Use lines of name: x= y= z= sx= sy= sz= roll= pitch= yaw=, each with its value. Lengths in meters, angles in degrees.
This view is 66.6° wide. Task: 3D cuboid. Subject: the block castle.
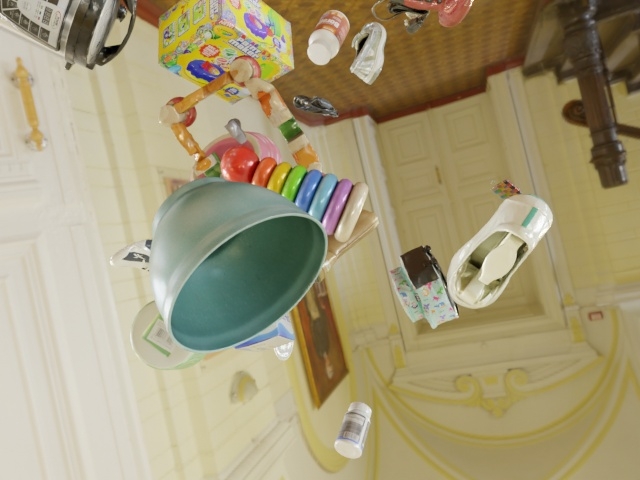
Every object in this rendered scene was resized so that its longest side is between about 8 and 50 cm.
block castle: x=-0.190 y=-0.242 z=1.327 sx=0.303 sy=0.453 sz=0.213 roll=-31 pitch=-163 yaw=6

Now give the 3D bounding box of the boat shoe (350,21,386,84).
boat shoe: x=0.159 y=-0.679 z=1.719 sx=0.103 sy=0.320 sz=0.118 roll=20 pitch=143 yaw=-18

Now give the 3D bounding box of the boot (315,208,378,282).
boot: x=0.000 y=0.000 z=1.393 sx=0.236 sy=0.089 sz=0.269 roll=18 pitch=-132 yaw=34

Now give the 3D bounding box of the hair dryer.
hair dryer: x=0.317 y=-0.655 z=1.376 sx=0.293 sy=0.080 sz=0.224 roll=-7 pitch=180 yaw=42

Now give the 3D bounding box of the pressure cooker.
pressure cooker: x=-0.802 y=-0.767 z=1.530 sx=0.420 sy=0.375 sz=0.370 roll=23 pitch=171 yaw=-25

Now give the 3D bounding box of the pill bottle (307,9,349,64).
pill bottle: x=0.027 y=-0.783 z=1.888 sx=0.121 sy=0.216 sz=0.121 roll=15 pitch=147 yaw=10

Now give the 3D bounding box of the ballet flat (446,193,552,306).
ballet flat: x=0.359 y=0.062 z=1.064 sx=0.139 sy=0.139 sz=0.400 roll=-12 pitch=147 yaw=-20

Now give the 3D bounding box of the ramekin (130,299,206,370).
ramekin: x=-0.578 y=0.357 z=1.888 sx=0.303 sy=0.303 sz=0.148 roll=-13 pitch=174 yaw=0

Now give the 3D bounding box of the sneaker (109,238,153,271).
sneaker: x=-0.456 y=0.078 z=1.373 sx=0.094 sy=0.153 sz=0.235 roll=-34 pitch=168 yaw=37

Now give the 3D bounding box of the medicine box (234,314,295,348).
medicine box: x=-0.210 y=0.202 z=1.581 sx=0.149 sy=0.289 sz=0.263 roll=-19 pitch=164 yaw=3

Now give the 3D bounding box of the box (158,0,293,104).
box: x=-0.281 y=-0.592 z=1.460 sx=0.279 sy=0.177 sz=0.290 roll=-18 pitch=158 yaw=35

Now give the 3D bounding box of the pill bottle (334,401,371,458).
pill bottle: x=0.095 y=0.528 z=1.365 sx=0.078 sy=0.078 sz=0.137 roll=-14 pitch=-152 yaw=32

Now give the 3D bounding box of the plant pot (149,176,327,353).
plant pot: x=-0.162 y=0.016 z=0.821 sx=0.293 sy=0.196 sz=0.293 roll=-31 pitch=147 yaw=-23

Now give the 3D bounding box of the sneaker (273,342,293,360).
sneaker: x=-0.209 y=0.399 z=2.206 sx=0.105 sy=0.295 sz=0.147 roll=-6 pitch=164 yaw=-32

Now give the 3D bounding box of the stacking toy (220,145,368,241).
stacking toy: x=-0.068 y=-0.117 z=1.083 sx=0.330 sy=0.141 sz=0.141 roll=22 pitch=179 yaw=1

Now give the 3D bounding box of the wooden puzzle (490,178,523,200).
wooden puzzle: x=0.421 y=-0.113 z=1.104 sx=0.049 sy=0.083 sz=0.006 roll=-35 pitch=-157 yaw=56

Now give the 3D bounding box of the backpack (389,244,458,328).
backpack: x=0.365 y=0.177 z=1.687 sx=0.191 sy=0.253 sz=0.225 roll=-32 pitch=-155 yaw=11

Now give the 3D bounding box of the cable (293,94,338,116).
cable: x=-0.016 y=-0.501 z=1.847 sx=0.151 sy=0.047 sz=0.184 roll=10 pitch=180 yaw=39

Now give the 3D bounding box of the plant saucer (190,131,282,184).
plant saucer: x=-0.291 y=-0.233 z=1.597 sx=0.332 sy=0.332 sz=0.084 roll=-13 pitch=150 yaw=14
